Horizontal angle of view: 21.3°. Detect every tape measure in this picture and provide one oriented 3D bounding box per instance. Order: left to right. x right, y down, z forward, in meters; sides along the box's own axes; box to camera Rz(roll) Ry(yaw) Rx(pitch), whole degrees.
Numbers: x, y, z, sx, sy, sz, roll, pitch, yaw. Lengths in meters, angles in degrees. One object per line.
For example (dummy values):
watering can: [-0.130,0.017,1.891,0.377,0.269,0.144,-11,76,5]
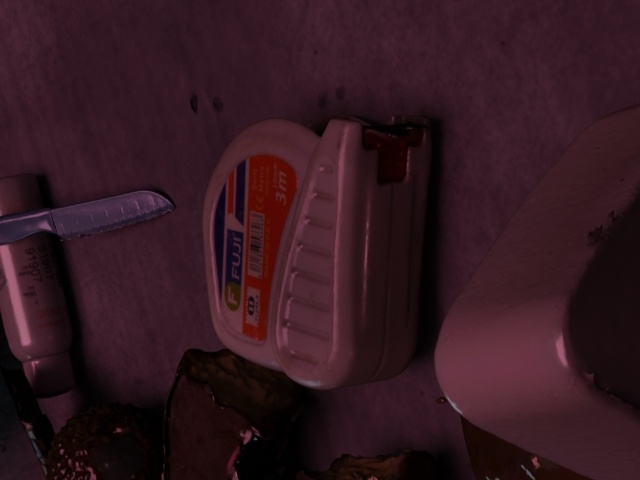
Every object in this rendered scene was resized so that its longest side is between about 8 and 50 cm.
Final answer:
tape measure: [0.000,0.000,1.632,0.265,0.130,0.258,15,108,50]

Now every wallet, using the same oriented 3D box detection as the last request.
wallet: [-0.320,0.259,2.021,0.122,0.031,0.232,-121,12,-51]

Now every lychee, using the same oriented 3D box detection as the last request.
lychee: [-0.234,0.266,1.929,0.171,0.171,0.171,14,109,45]

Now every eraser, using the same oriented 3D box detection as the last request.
eraser: [0.271,0.083,1.294,0.150,0.331,0.331,-21,84,49]

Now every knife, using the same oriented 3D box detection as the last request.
knife: [-0.298,-0.021,1.958,0.313,0.019,0.044,-11,98,30]

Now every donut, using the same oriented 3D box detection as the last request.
donut: [-0.023,0.275,1.716,0.345,0.136,0.259,27,120,41]

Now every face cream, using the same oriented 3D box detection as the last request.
face cream: [-0.350,0.057,2.054,0.082,0.082,0.269,-15,89,48]

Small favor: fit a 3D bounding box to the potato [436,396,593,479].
potato: [0.190,0.153,1.479,0.239,0.116,0.299,-36,72,50]
